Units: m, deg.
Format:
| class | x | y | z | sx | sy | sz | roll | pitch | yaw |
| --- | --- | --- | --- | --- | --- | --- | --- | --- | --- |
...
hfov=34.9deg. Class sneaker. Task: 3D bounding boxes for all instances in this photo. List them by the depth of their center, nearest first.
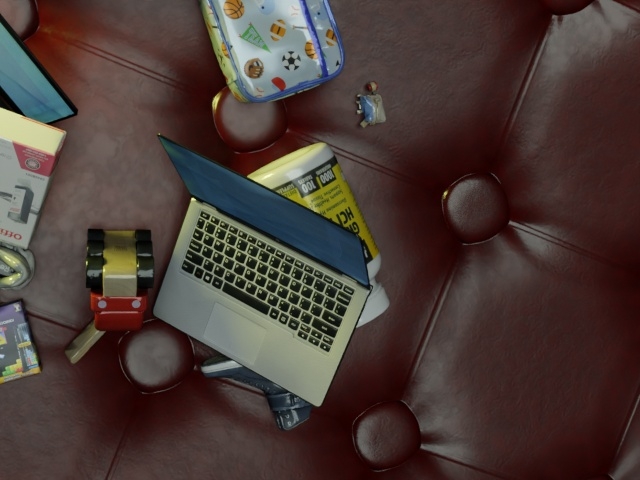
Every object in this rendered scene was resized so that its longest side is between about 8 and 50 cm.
| class | x | y | z | sx | sy | sz | roll | pitch | yaw |
| --- | --- | --- | --- | --- | --- | --- | --- | --- | --- |
| sneaker | -0.659 | 0.026 | 1.818 | 0.292 | 0.118 | 0.110 | 11 | 95 | -15 |
| sneaker | -0.116 | 0.294 | 1.978 | 0.226 | 0.086 | 0.164 | -4 | 94 | -12 |

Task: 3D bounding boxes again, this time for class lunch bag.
| class | x | y | z | sx | sy | sz | roll | pitch | yaw |
| --- | --- | --- | --- | --- | --- | --- | --- | --- | --- |
| lunch bag | -0.090 | -0.421 | 1.902 | 0.243 | 0.115 | 0.304 | -20 | 100 | -11 |

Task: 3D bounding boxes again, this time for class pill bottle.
| class | x | y | z | sx | sy | sz | roll | pitch | yaw |
| --- | --- | --- | --- | --- | --- | --- | --- | --- | --- |
| pill bottle | 0.000 | 0.000 | 1.920 | 0.187 | 0.188 | 0.334 | -27 | 100 | -8 |

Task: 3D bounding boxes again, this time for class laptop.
| class | x | y | z | sx | sy | sz | roll | pitch | yaw |
| --- | --- | --- | --- | --- | --- | --- | --- | --- | --- |
| laptop | -0.130 | 0.067 | 1.753 | 0.381 | 0.236 | 0.408 | 27 | 109 | 15 |
| laptop | -0.603 | -0.243 | 1.769 | 0.264 | 0.136 | 0.234 | -38 | 117 | -5 |

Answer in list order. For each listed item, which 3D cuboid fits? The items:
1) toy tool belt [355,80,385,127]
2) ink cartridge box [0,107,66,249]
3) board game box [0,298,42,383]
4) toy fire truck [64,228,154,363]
| class | x | y | z | sx | sy | sz | roll | pitch | yaw |
| --- | --- | --- | --- | --- | --- | --- | --- | --- | --- |
| toy tool belt | 0.093 | -0.265 | 1.985 | 0.051 | 0.052 | 0.083 | -17 | 98 | -18 |
| ink cartridge box | -0.558 | -0.110 | 1.795 | 0.158 | 0.092 | 0.218 | 19 | 124 | -12 |
| board game box | -0.618 | 0.199 | 1.884 | 0.170 | 0.048 | 0.141 | -16 | 100 | -10 |
| toy fire truck | -0.387 | 0.119 | 1.851 | 0.158 | 0.217 | 0.247 | 0 | 110 | -12 |
